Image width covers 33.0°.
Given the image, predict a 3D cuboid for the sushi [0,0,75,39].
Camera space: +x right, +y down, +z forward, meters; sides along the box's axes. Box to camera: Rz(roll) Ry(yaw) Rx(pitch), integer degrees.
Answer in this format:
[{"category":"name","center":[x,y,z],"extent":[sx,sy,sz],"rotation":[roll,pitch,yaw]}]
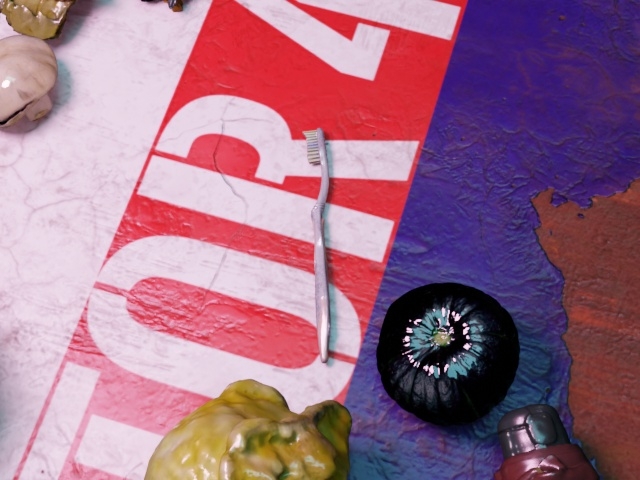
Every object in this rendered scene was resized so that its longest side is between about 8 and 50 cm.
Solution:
[{"category":"sushi","center":[-0.414,-0.444,1.743],"extent":[0.139,0.131,0.291],"rotation":[22,60,-15]}]

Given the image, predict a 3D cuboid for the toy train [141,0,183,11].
[{"category":"toy train","center":[-0.267,-0.470,1.765],"extent":[0.136,0.091,0.228],"rotation":[-8,68,9]}]

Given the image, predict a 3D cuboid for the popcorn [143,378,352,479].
[{"category":"popcorn","center":[-0.076,0.324,1.330],"extent":[0.312,0.312,0.312],"rotation":[0,67,1]}]

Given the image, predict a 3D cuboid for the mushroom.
[{"category":"mushroom","center":[-0.466,-0.241,1.659],"extent":[0.154,0.122,0.154],"rotation":[-25,40,23]}]

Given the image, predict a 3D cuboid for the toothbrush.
[{"category":"toothbrush","center":[0.000,0.000,1.591],"extent":[0.037,0.028,0.376],"rotation":[-5,67,5]}]

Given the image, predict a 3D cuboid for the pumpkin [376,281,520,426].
[{"category":"pumpkin","center":[0.173,0.153,1.465],"extent":[0.201,0.140,0.202],"rotation":[-7,63,14]}]

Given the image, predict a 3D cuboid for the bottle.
[{"category":"bottle","center":[0.296,0.343,1.370],"extent":[0.143,0.156,0.271],"rotation":[-13,72,-11]}]
